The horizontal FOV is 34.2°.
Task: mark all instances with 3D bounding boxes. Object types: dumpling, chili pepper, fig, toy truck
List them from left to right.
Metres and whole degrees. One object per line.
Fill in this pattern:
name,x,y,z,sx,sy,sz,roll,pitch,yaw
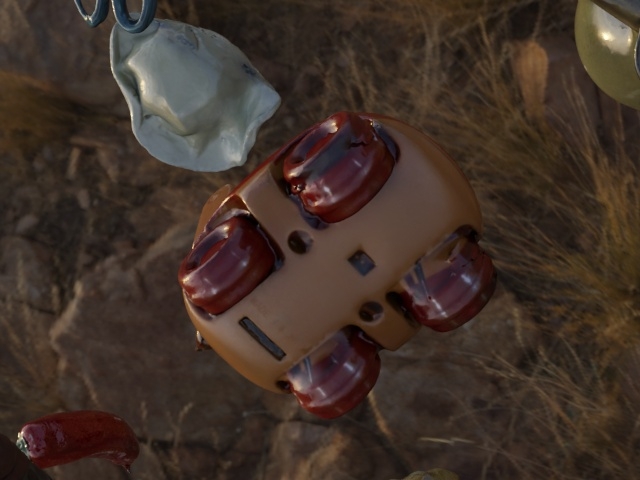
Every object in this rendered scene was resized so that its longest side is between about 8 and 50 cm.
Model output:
chili pepper,-0.394,0.344,1.723,0.092,0.368,0.137,42,102,32
dumpling,-0.237,-0.258,1.851,0.318,0.187,0.242,27,102,1
fig,-0.197,0.171,1.793,0.083,0.050,0.050,-51,52,42
toy truck,0.000,0.000,0.877,0.265,0.189,0.239,-40,19,13

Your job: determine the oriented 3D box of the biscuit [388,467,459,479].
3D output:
biscuit,0.068,0.362,1.177,0.274,0.091,0.213,-25,43,64

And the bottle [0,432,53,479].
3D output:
bottle,-0.439,0.326,1.360,0.156,0.271,0.143,-14,38,35

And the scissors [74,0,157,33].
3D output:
scissors,-0.276,-0.417,1.357,0.138,0.041,0.289,14,117,25

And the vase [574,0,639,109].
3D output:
vase,0.434,-0.292,1.357,0.240,0.329,0.302,-59,12,20
